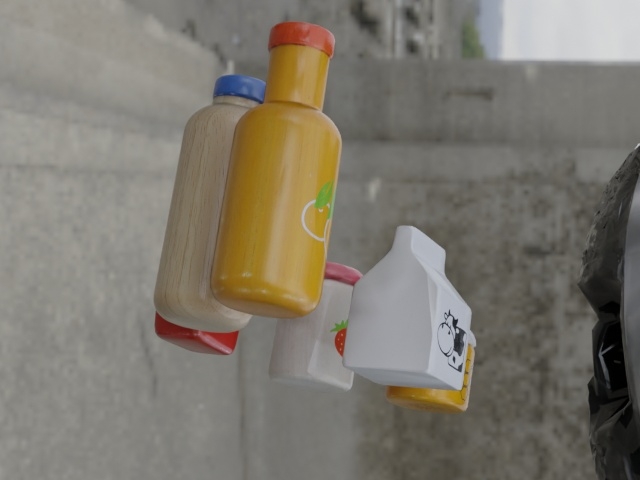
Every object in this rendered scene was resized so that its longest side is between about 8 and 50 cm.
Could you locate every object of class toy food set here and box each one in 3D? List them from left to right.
[{"bbox_3d":[0.000,0.000,0.634,0.232,0.111,0.104,33,63,-59],"label":"toy food set"}]

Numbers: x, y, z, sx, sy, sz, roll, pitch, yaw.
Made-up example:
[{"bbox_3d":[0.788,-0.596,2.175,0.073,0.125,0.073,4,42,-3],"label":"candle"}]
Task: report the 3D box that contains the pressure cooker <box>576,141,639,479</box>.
[{"bbox_3d":[0.377,0.049,0.663,0.370,0.420,0.375,31,53,-32],"label":"pressure cooker"}]
